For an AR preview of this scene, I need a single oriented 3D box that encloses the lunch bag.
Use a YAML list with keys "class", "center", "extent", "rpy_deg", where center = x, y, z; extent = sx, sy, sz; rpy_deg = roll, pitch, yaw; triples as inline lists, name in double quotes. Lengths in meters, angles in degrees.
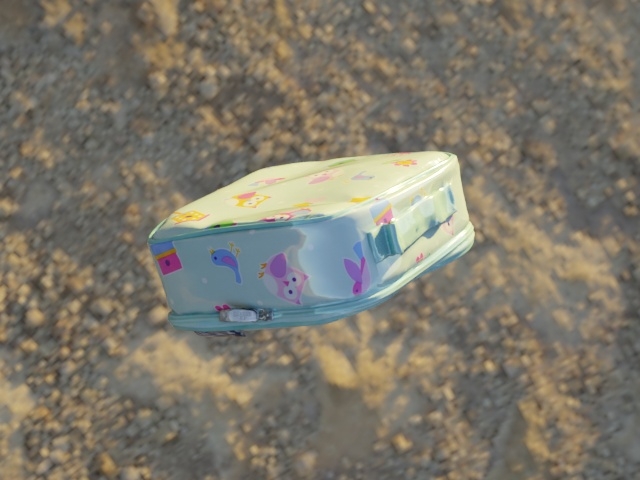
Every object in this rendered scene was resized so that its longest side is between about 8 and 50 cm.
- class: "lunch bag"
  center: [0.000, 0.000, 1.389]
  extent: [0.279, 0.224, 0.107]
  rpy_deg: [-31, 114, -55]
